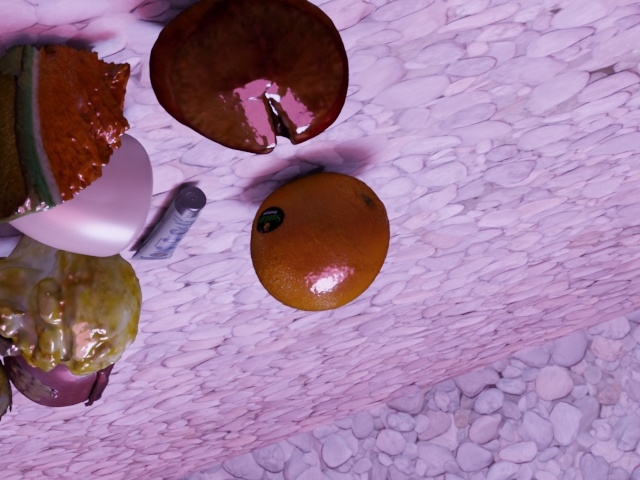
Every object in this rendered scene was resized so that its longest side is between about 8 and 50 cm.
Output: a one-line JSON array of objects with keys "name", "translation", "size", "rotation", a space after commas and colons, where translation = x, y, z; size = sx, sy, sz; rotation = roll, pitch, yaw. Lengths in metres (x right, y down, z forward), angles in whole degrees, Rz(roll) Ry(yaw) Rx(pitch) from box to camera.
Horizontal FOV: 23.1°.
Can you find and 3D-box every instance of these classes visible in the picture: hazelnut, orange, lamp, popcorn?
[{"name": "hazelnut", "translation": [-0.074, -0.181, 1.612], "size": [0.204, 0.178, 0.178], "rotation": [-9, 162, -6]}, {"name": "orange", "translation": [0.000, 0.000, 2.161], "size": [0.206, 0.206, 0.206], "rotation": [-15, 162, -5]}, {"name": "lamp", "translation": [-0.376, 0.158, 2.314], "size": [0.180, 0.180, 0.258], "rotation": [-10, 161, -18]}, {"name": "popcorn", "translation": [-0.324, 0.073, 2.025], "size": [0.183, 0.221, 0.204], "rotation": [-27, 122, -3]}]

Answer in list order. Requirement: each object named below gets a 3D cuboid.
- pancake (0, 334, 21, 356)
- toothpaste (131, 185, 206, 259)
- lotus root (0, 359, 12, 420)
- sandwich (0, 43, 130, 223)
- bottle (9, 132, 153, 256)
[{"name": "pancake", "translation": [-0.514, 0.118, 2.101], "size": [0.286, 0.033, 0.288], "rotation": [12, 180, 29]}, {"name": "toothpaste", "translation": [-0.207, -0.015, 2.172], "size": [0.062, 0.039, 0.239], "rotation": [-4, 161, -22]}, {"name": "lotus root", "translation": [-0.586, 0.253, 2.414], "size": [0.196, 0.179, 0.397], "rotation": [-49, -173, -30]}, {"name": "sandwich", "translation": [-0.276, -0.104, 1.608], "size": [0.160, 0.185, 0.109], "rotation": [2, 162, -38]}, {"name": "bottle", "translation": [-0.319, -0.068, 1.753], "size": [0.236, 0.147, 0.147], "rotation": [11, 149, -41]}]
